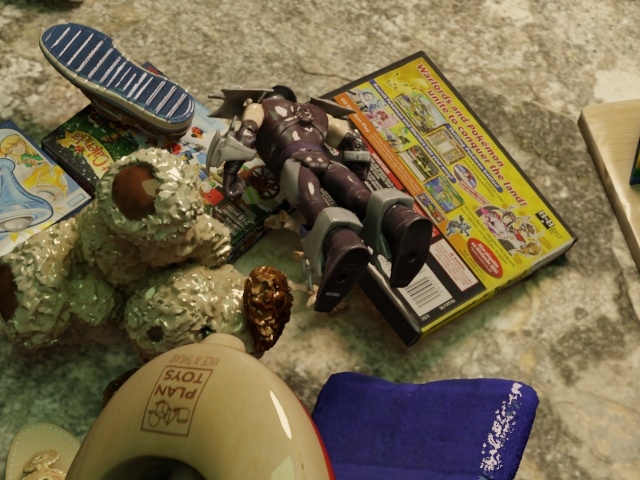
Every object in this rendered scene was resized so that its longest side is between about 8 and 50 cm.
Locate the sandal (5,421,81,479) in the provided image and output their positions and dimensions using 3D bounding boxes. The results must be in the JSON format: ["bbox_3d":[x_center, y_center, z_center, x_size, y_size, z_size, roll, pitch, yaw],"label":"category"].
[{"bbox_3d":[-0.239,0.254,1.452,0.088,0.079,0.240,-3,57,-10],"label":"sandal"}]

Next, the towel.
[{"bbox_3d":[0.059,0.260,1.461,0.227,0.076,0.308,-1,48,34],"label":"towel"}]

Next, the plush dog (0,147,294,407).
[{"bbox_3d":[-0.145,0.049,1.542,0.225,0.262,0.210,56,27,4],"label":"plush dog"}]

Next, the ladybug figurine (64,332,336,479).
[{"bbox_3d":[-0.098,0.302,1.327,0.305,0.162,0.449,2,76,41],"label":"ladybug figurine"}]

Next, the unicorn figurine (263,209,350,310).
[{"bbox_3d":[0.000,0.000,1.666,0.111,0.060,0.162,12,70,-39],"label":"unicorn figurine"}]

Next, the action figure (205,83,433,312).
[{"bbox_3d":[-0.010,-0.061,1.539,0.185,0.099,0.285,-4,40,-28],"label":"action figure"}]

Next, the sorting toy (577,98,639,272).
[{"bbox_3d":[0.448,-0.077,1.762,0.257,0.089,0.255,-9,58,-13],"label":"sorting toy"}]

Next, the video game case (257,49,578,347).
[{"bbox_3d":[0.099,-0.051,1.680,0.248,0.035,0.275,-28,73,-35],"label":"video game case"}]

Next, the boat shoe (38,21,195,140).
[{"bbox_3d":[-0.217,-0.158,1.685,0.183,0.066,0.066,34,60,9],"label":"boat shoe"}]

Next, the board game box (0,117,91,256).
[{"bbox_3d":[-0.355,-0.025,1.651,0.201,0.035,0.136,-38,68,-27],"label":"board game box"}]

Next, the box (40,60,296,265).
[{"bbox_3d":[-0.157,-0.070,1.703,0.233,0.044,0.159,39,60,18],"label":"box"}]
